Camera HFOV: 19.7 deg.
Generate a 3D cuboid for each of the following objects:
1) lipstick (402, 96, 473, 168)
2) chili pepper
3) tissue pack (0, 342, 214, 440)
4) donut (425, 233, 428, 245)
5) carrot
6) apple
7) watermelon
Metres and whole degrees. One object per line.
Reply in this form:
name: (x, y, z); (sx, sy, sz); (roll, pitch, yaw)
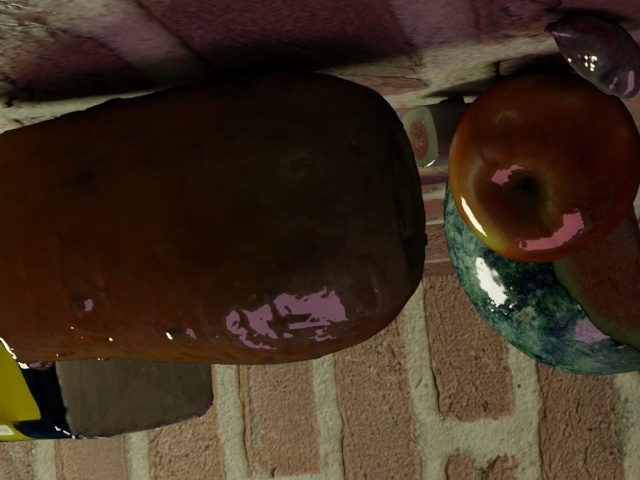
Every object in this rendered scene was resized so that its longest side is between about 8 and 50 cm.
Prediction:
lipstick: (0.167, -0.103, 1.617); (0.186, 0.057, 0.063); (-9, 176, -25)
chili pepper: (0.200, -0.137, 1.332); (0.050, 0.041, 0.153); (-29, 149, 21)
tissue pack: (-0.350, 0.139, 2.538); (0.253, 0.264, 0.416); (-7, 178, -31)
donut: (0.006, 0.006, 2.204); (0.187, 0.144, 0.126); (22, 172, 39)
carrot: (-0.097, -0.012, 1.401); (0.341, 0.224, 0.224); (-7, 174, 14)
apple: (0.184, -0.063, 1.509); (0.163, 0.163, 0.139); (-8, -158, 28)
watermelon: (0.285, 0.011, 2.048); (0.226, 0.318, 0.148); (-47, -176, -19)
